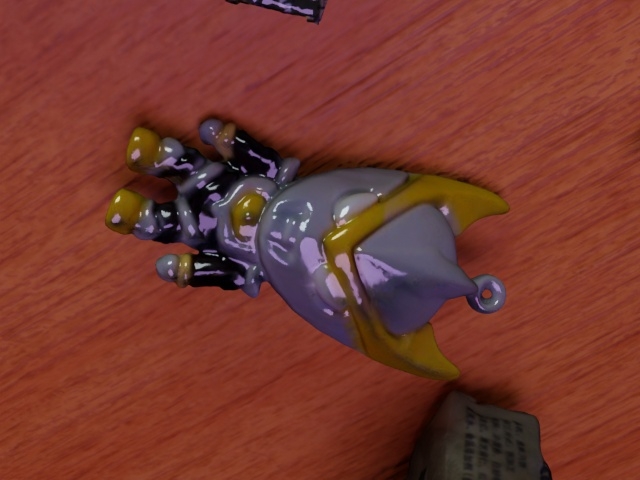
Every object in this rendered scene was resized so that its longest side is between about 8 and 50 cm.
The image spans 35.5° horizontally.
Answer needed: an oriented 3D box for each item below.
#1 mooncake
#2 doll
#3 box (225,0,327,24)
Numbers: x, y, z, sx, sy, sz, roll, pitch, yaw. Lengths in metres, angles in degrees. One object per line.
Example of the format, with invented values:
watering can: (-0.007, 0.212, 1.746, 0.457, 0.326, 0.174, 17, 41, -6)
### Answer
mooncake: (0.122, 0.296, 0.882, 0.136, 0.254, 0.250, 19, 123, -4)
doll: (0.002, -0.004, 0.761, 0.316, 0.146, 0.103, 17, 153, -11)
box: (-0.119, -0.265, 0.579, 0.310, 0.084, 0.198, 12, 121, -14)
